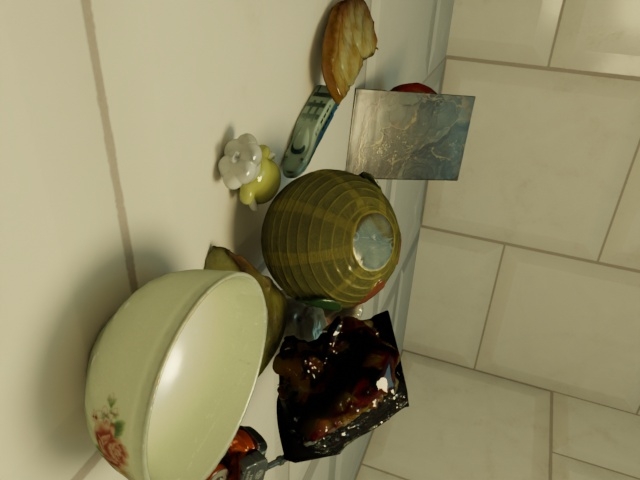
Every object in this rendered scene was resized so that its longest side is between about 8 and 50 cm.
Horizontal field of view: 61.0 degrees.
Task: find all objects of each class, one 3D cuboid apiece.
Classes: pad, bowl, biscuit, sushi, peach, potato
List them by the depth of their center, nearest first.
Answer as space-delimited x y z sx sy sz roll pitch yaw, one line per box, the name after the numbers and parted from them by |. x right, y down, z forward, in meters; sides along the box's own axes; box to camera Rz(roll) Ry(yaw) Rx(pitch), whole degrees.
-0.187 0.159 0.673 0.277 0.145 0.278 11 90 -74 | bowl
0.031 0.246 0.939 0.212 0.226 0.216 69 9 -64 | sushi
-0.115 0.143 0.960 0.255 0.111 0.270 -10 113 -73 | potato
0.057 -0.419 1.148 0.154 0.045 0.299 66 33 -31 | biscuit
0.251 -0.287 1.508 0.007 0.367 0.248 -130 -137 -60 | pad
0.273 -0.337 1.650 0.281 0.237 0.281 157 -90 -81 | peach

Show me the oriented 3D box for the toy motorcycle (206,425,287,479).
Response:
-0.166 0.482 0.995 0.221 0.147 0.326 -7 117 -48 | toy motorcycle

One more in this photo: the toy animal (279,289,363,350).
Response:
-0.025 0.171 1.242 0.266 0.187 0.308 118 -9 -51 | toy animal

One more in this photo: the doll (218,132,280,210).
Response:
-0.109 -0.110 0.869 0.162 0.062 0.106 43 62 -72 | doll

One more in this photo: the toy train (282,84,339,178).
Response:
-0.023 -0.220 1.086 0.051 0.052 0.234 76 31 -50 | toy train

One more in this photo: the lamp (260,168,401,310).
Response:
0.000 0.000 0.961 0.250 0.284 0.251 -2 93 -40 | lamp
